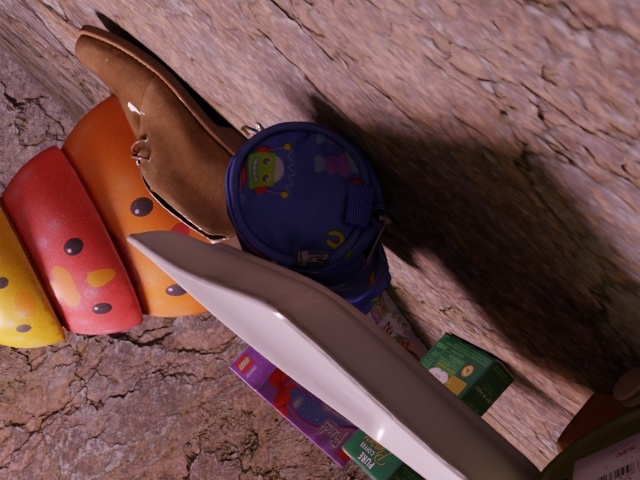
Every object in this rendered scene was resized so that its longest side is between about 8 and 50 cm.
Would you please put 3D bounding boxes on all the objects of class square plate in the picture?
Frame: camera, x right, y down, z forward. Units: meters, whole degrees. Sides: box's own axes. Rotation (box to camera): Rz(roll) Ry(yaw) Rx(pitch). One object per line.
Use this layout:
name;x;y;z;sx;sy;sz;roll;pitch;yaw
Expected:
square plate;0.026;0.110;0.810;0.344;0.049;0.347;42;169;-25

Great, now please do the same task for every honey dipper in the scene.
honey dipper;0.271;0.150;0.711;0.161;0.030;0.030;42;172;-9

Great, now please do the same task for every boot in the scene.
boot;-0.186;-0.124;1.154;0.305;0.115;0.112;42;174;7

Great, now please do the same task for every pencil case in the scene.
pencil case;0.000;0.000;0.903;0.133;0.119;0.306;17;166;9

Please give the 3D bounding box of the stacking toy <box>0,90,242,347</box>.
stacking toy;-0.363;0.034;1.338;0.350;0.480;0.350;54;164;23

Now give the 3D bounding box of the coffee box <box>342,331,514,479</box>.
coffee box;0.115;0.192;1.112;0.040;0.184;0.113;47;170;-24

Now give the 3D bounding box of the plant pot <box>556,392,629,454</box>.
plant pot;0.250;0.264;0.835;0.205;0.188;0.205;41;172;7

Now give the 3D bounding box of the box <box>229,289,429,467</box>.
box;0.027;0.159;1.309;0.057;0.201;0.293;36;169;36

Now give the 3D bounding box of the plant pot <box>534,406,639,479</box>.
plant pot;0.262;0.255;0.627;0.293;0.275;0.275;60;171;-3

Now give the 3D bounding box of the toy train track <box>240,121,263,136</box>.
toy train track;-0.063;-0.102;1.030;0.048;0.014;0.083;48;171;-33
